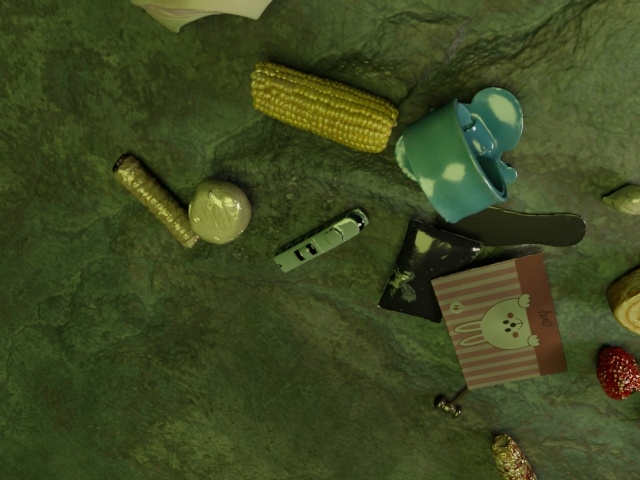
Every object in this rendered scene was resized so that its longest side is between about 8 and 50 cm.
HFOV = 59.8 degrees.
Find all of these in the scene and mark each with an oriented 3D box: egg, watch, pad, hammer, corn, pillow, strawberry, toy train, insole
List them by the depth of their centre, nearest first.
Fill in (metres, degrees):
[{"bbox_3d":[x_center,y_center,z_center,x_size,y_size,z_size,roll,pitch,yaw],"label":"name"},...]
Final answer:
[{"bbox_3d":[-0.194,-0.412,0.802,0.271,0.162,0.206,-4,120,16],"label":"egg"},{"bbox_3d":[0.214,-0.117,0.845,0.211,0.193,0.211,8,121,14],"label":"watch"},{"bbox_3d":[0.004,-0.217,0.903,0.244,0.093,0.093,21,123,2],"label":"corn"},{"bbox_3d":[0.331,-0.023,0.981,0.253,0.005,0.086,5,122,13],"label":"insole"},{"bbox_3d":[0.556,0.245,1.038,0.083,0.083,0.096,-27,75,27],"label":"strawberry"},{"bbox_3d":[0.196,0.064,1.040,0.141,0.055,0.208,17,124,-2],"label":"pillow"},{"bbox_3d":[0.345,0.165,1.057,0.202,0.005,0.300,-16,120,14],"label":"pad"},{"bbox_3d":[0.000,0.000,1.063,0.207,0.047,0.043,-29,110,29],"label":"toy train"},{"bbox_3d":[0.336,0.267,1.143,0.058,0.029,0.292,29,122,-5],"label":"hammer"},{"bbox_3d":[0.439,0.529,1.236,0.079,0.079,0.237,-20,111,25],"label":"corn"}]

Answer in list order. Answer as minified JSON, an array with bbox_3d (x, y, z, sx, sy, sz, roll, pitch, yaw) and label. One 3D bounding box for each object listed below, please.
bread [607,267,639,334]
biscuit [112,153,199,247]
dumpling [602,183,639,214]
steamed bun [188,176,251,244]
[{"bbox_3d":[0.579,0.104,0.946,0.122,0.073,0.149,42,122,-13],"label":"bread"},{"bbox_3d":[-0.321,-0.077,1.098,0.219,0.061,0.055,45,142,-13],"label":"biscuit"},{"bbox_3d":[0.501,-0.061,0.891,0.077,0.043,0.059,-26,132,24],"label":"dumpling"},{"bbox_3d":[-0.185,-0.059,1.052,0.112,0.091,0.130,15,124,4],"label":"steamed bun"}]
